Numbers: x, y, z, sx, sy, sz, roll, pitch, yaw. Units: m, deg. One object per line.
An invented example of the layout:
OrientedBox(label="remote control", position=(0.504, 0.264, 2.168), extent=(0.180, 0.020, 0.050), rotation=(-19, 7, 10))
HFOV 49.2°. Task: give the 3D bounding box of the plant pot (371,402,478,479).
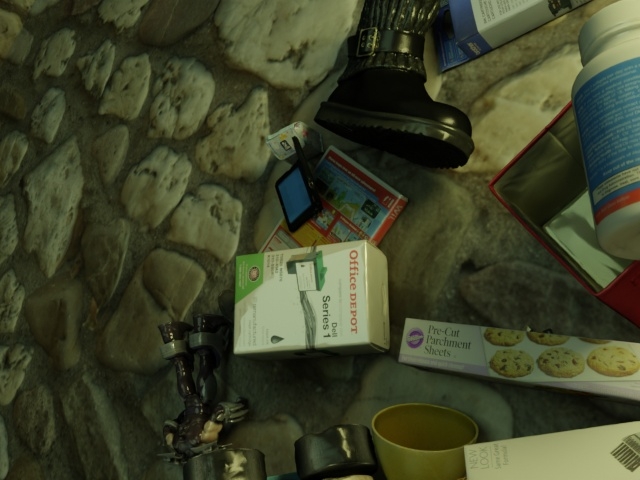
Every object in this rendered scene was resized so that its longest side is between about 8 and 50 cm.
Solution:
OrientedBox(label="plant pot", position=(0.131, 0.280, 0.892), extent=(0.134, 0.134, 0.095), rotation=(11, 105, 43))

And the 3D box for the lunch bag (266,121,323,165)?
OrientedBox(label="lunch bag", position=(-0.048, -0.174, 1.253), extent=(0.071, 0.083, 0.053), rotation=(-22, 59, 32))

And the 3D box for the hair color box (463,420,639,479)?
OrientedBox(label="hair color box", position=(0.311, 0.264, 0.628), extent=(0.338, 0.110, 0.185), rotation=(-14, 32, 16))

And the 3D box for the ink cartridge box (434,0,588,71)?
OrientedBox(label="ink cartridge box", position=(0.297, -0.406, 1.070), extent=(0.311, 0.065, 0.186), rotation=(-23, 59, 35))

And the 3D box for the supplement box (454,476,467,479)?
OrientedBox(label="supplement box", position=(0.208, 0.367, 0.791), extent=(0.081, 0.104, 0.188), rotation=(-30, 55, 27))

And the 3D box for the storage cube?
OrientedBox(label="storage cube", position=(0.345, -0.039, 0.781), extent=(0.184, 0.193, 0.215), rotation=(-47, 48, 16))

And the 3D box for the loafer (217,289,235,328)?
OrientedBox(label="loafer", position=(-0.128, 0.128, 1.201), extent=(0.062, 0.061, 0.170), rotation=(-43, 48, -15))

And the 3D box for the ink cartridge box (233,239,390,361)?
OrientedBox(label="ink cartridge box", position=(-0.014, 0.094, 1.061), extent=(0.219, 0.092, 0.160), rotation=(-8, 71, 21))

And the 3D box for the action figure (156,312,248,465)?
OrientedBox(label="action figure", position=(-0.208, 0.273, 1.203), extent=(0.185, 0.099, 0.285), rotation=(-18, 65, 27))

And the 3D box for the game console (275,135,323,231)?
OrientedBox(label="game console", position=(-0.046, -0.096, 1.197), extent=(0.071, 0.107, 0.122), rotation=(-21, 55, 1))

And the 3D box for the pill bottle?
OrientedBox(label="pill bottle", position=(0.297, -0.104, 0.631), extent=(0.124, 0.124, 0.222), rotation=(-18, 63, 35))

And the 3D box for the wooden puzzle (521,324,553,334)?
OrientedBox(label="wooden puzzle", position=(0.279, 0.144, 0.890), extent=(0.049, 0.006, 0.083), rotation=(-30, 55, 29))

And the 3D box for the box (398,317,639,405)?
OrientedBox(label="box", position=(0.249, 0.147, 0.865), extent=(0.324, 0.063, 0.067), rotation=(2, 73, 41))

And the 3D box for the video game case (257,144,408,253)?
OrientedBox(label="video game case", position=(0.000, 0.000, 1.180), extent=(0.285, 0.025, 0.204), rotation=(-56, 46, 8))

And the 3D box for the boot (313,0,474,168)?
OrientedBox(label="boot", position=(0.140, -0.269, 1.083), extent=(0.348, 0.131, 0.260), rotation=(28, 92, 50))

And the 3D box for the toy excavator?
OrientedBox(label="toy excavator", position=(-0.119, 0.462, 0.973), extent=(0.433, 0.445, 0.222), rotation=(-8, 57, -9))
